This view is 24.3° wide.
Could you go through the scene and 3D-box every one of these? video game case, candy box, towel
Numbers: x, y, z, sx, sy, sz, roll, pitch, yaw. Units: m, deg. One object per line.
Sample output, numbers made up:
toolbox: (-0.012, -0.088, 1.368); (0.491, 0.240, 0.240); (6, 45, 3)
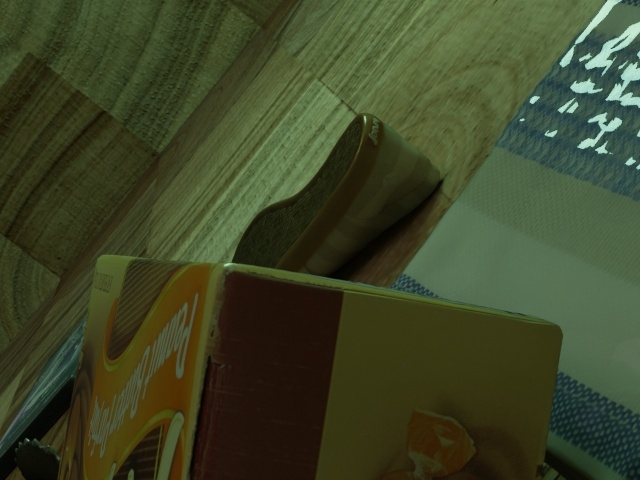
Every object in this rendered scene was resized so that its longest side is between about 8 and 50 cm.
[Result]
video game case: (-0.306, 0.158, 1.783); (0.196, 0.026, 0.274); (-47, 13, 25)
candy box: (-0.033, 0.100, 0.472); (0.316, 0.087, 0.183); (180, 99, -76)
towel: (0.141, -0.050, 0.431); (0.285, 0.034, 0.209); (-53, 26, -4)

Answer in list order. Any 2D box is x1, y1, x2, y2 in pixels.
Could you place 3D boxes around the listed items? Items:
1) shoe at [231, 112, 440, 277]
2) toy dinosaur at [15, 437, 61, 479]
shoe: (0.000, 0.000, 0.957); (0.219, 0.058, 0.077); (-46, 32, 48)
toy dinosaur: (-0.185, 0.214, 0.834); (0.160, 0.121, 0.313); (-62, 2, 22)
